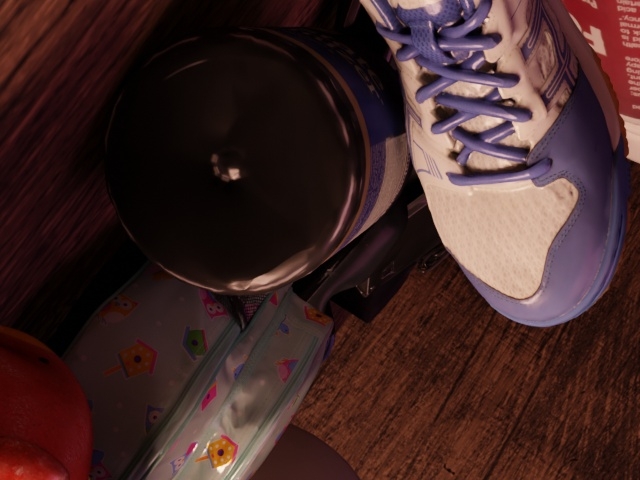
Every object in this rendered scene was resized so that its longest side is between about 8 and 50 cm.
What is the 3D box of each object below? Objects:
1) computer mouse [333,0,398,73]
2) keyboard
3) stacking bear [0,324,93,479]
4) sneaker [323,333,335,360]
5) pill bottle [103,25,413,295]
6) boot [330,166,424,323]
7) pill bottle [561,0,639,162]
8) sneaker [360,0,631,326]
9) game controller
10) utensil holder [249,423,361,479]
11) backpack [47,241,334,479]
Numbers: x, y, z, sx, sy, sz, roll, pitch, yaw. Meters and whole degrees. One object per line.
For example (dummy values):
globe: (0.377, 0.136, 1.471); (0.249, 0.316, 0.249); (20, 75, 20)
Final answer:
computer mouse: (0.075, -0.210, 0.820); (0.184, 0.060, 0.262); (-43, 155, -45)
keyboard: (0.158, -0.047, 1.276); (0.317, 0.033, 0.201); (-35, 157, -18)
stacking bear: (-0.152, 0.141, 0.520); (0.289, 0.175, 0.164); (102, 15, -50)
sneaker: (-0.052, 0.180, 1.763); (0.221, 0.083, 0.087); (-62, 164, 21)
pill bottle: (-0.017, -0.051, 0.637); (0.123, 0.123, 0.219); (-57, 174, 16)
boot: (0.159, -0.125, 1.390); (0.367, 0.146, 0.445); (-39, 162, -23)
pill bottle: (0.295, -0.233, 1.017); (0.224, 0.224, 0.392); (-54, 150, -12)
sneaker: (0.060, -0.097, 0.564); (0.112, 0.296, 0.131); (-12, -177, 32)
game controller: (0.000, 0.000, 1.004); (0.166, 0.067, 0.319); (-58, -173, 7)
utensil holder: (-0.102, 0.354, 1.161); (0.327, 0.327, 0.385); (-56, 175, 7)
backpack: (-0.091, 0.085, 0.702); (0.166, 0.144, 0.188); (-53, 173, 34)
